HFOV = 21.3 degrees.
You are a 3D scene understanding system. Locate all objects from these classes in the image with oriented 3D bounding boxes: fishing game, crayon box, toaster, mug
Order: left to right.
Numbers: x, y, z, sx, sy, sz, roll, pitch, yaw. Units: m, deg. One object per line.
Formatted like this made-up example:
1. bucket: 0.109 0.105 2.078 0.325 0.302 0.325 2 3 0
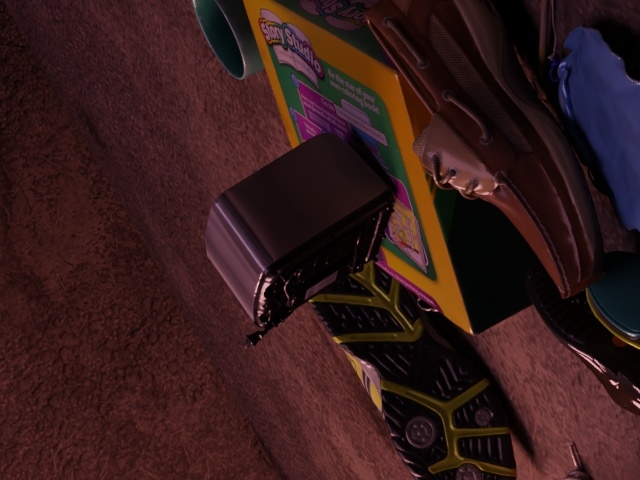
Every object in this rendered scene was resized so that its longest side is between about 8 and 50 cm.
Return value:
1. mug: -0.088 -0.278 2.035 0.157 0.097 0.129 53 163 33
2. toaster: -0.027 -0.003 1.746 0.110 0.186 0.168 52 162 16
3. crayon box: 0.071 -0.114 1.789 0.363 0.106 0.313 39 152 55
4. fishing game: 0.247 -0.089 1.384 0.189 0.041 0.264 80 164 -49

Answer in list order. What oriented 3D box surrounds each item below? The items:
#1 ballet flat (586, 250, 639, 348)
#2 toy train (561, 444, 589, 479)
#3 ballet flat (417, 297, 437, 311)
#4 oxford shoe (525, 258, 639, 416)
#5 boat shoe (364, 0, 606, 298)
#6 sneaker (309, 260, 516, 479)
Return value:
1. ballet flat: 0.306 0.080 1.431 0.077 0.077 0.231 51 170 -31
2. toy train: 0.259 0.363 1.939 0.105 0.143 0.248 33 148 60
3. ballet flat: 0.160 0.069 1.925 0.057 0.049 0.173 62 165 -6
4. oxford shoe: 0.266 0.100 1.575 0.227 0.083 0.096 51 166 38
5. boat shoe: 0.141 -0.092 1.497 0.122 0.120 0.324 69 175 -74
6. sneaker: 0.129 0.172 2.116 0.384 0.145 0.147 61 -174 14
